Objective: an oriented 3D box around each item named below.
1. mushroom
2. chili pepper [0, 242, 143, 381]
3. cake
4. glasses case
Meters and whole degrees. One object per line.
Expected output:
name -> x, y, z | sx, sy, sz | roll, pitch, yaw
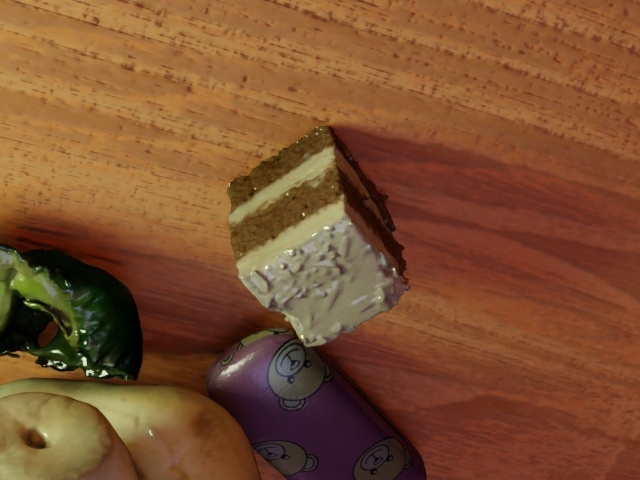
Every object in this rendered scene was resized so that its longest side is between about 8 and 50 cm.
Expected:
mushroom -> -0.215, 0.257, 1.135 | 0.325, 0.353, 0.353 | -27, 144, -52
chili pepper -> -0.285, 0.057, 1.112 | 0.264, 0.116, 0.148 | 16, 108, -25
cake -> 0.000, 0.000, 1.111 | 0.134, 0.147, 0.135 | -33, 125, 9
glasses case -> 0.002, 0.206, 1.305 | 0.123, 0.076, 0.316 | -33, 127, 11
